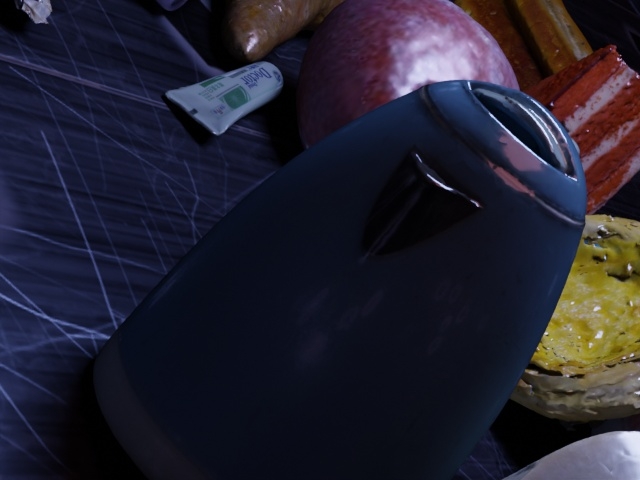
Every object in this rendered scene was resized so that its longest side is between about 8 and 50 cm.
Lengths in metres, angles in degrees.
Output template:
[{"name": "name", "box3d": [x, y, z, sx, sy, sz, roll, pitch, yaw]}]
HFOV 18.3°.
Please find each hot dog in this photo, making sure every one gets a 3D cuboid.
[{"name": "hot dog", "box3d": [0.279, -0.231, 2.629, 0.117, 0.158, 0.349, 57, 8, -40]}]

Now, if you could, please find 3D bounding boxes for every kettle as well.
[{"name": "kettle", "box3d": [0.054, 0.036, 1.397, 0.247, 0.342, 0.319, 44, 15, 13]}]

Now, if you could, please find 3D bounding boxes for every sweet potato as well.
[{"name": "sweet potato", "box3d": [-0.040, -0.257, 2.094, 0.114, 0.092, 0.341, 66, 21, -4]}]

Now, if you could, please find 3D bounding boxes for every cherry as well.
[{"name": "cherry", "box3d": [0.088, -0.135, 1.986, 0.236, 0.213, 0.285, 29, 47, -1]}]

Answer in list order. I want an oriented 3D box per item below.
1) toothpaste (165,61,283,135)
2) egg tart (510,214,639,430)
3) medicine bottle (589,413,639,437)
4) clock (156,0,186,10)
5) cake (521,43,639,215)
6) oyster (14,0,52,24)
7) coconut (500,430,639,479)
[{"name": "toothpaste", "box3d": [-0.082, -0.138, 1.887, 0.064, 0.041, 0.218, 40, 22, 7]}, {"name": "egg tart", "box3d": [0.265, 0.092, 1.949, 0.291, 0.291, 0.107, -104, 178, -49]}, {"name": "medicine bottle", "box3d": [0.388, 0.222, 1.986, 0.211, 0.211, 0.371, 35, 26, -35]}, {"name": "clock", "box3d": [-0.053, -0.379, 1.973, 0.113, 0.295, 0.322, 45, 25, -9]}, {"name": "cake", "box3d": [0.251, -0.098, 2.219, 0.158, 0.262, 0.159, 46, 4, -23]}, {"name": "oyster", "box3d": [-0.280, -0.252, 1.652, 0.165, 0.053, 0.108, 48, 38, -25]}, {"name": "coconut", "box3d": [0.196, 0.284, 1.330, 0.323, 0.323, 0.323, 42, 22, -21]}]
